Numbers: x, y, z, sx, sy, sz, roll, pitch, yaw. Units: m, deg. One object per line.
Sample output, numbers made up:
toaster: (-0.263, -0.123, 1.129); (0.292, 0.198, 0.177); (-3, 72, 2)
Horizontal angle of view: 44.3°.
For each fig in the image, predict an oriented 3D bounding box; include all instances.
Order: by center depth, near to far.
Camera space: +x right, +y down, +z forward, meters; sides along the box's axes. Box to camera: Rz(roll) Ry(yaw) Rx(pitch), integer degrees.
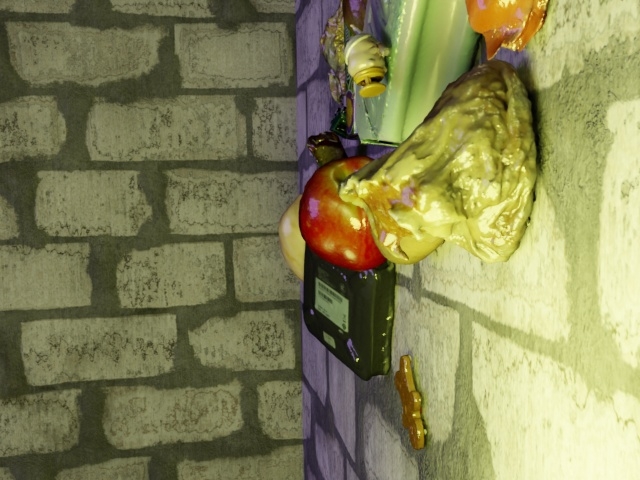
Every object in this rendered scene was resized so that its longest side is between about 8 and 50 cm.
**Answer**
fig: (0.131, -0.483, 1.760); (0.170, 0.146, 0.274); (-159, 55, -82)

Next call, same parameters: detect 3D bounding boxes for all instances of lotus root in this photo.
lotus root: (0.171, -0.029, 1.538); (0.303, 0.131, 0.146); (134, 135, -78)

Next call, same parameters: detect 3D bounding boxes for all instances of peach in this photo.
peach: (0.076, -0.043, 1.808); (0.245, 0.249, 0.274); (56, 163, 30)

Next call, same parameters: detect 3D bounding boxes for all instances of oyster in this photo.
oyster: (0.058, -0.552, 2.195); (0.201, 0.107, 0.354); (-126, 44, -67)

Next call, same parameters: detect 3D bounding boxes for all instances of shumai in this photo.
shumai: (0.163, -0.115, 1.171); (0.267, 0.262, 0.314); (-110, 22, -62)

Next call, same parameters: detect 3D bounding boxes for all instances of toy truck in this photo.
toy truck: (0.071, -0.341, 2.282); (0.079, 0.065, 0.147); (-62, 10, 5)

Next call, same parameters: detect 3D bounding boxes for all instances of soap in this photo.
soap: (0.169, -0.345, 1.425); (0.446, 0.156, 0.261); (96, 167, -44)

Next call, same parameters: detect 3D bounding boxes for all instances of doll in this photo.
doll: (0.082, -0.311, 1.315); (0.084, 0.073, 0.127); (-24, 72, 43)

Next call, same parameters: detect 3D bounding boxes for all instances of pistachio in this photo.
pistachio: (0.000, 0.000, 2.273); (0.308, 0.230, 0.230); (64, 179, -18)

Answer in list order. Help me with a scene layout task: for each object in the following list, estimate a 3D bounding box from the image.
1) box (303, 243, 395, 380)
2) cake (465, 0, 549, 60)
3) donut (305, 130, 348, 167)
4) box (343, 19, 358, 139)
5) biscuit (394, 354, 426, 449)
box: (0.063, 0.153, 2.062); (0.359, 0.091, 0.350); (33, 127, 51)
cake: (0.249, -0.399, 1.107); (0.135, 0.098, 0.287); (103, 158, -63)
donut: (0.049, -0.206, 2.242); (0.230, 0.096, 0.216); (62, -175, 13)
box: (0.106, -0.434, 1.991); (0.134, 0.097, 0.345); (-177, 86, -82)
biscuit: (0.202, 0.364, 1.730); (0.138, 0.031, 0.205); (98, 167, -48)
